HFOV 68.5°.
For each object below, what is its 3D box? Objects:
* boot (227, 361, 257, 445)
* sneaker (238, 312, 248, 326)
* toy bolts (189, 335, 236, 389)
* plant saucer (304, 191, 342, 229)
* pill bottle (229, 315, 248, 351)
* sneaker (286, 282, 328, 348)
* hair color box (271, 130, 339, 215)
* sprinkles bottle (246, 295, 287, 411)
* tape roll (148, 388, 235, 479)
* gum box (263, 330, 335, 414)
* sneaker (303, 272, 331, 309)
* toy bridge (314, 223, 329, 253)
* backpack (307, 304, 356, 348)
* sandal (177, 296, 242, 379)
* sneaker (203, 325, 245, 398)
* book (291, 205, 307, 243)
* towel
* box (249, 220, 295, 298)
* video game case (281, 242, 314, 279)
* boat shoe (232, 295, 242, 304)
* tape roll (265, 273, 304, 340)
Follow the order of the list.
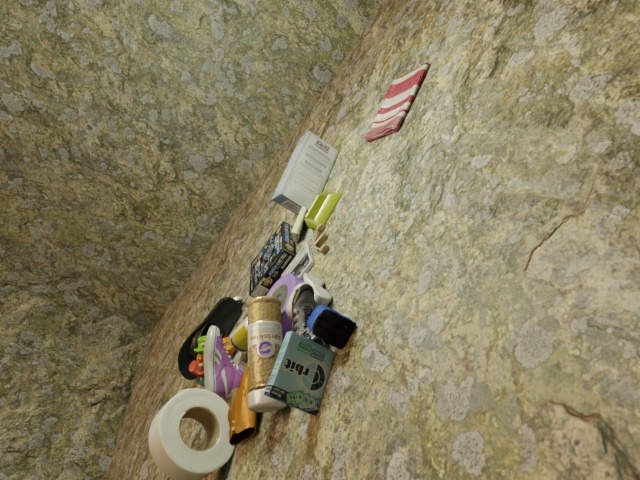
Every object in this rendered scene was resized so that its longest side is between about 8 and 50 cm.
[{"bbox_3d":[-0.223,0.534,1.585,0.295,0.104,0.211,-55,26,23],"label":"boot"},{"bbox_3d":[-0.274,0.316,2.004,0.221,0.083,0.087,-36,23,39],"label":"sneaker"},{"bbox_3d":[-0.467,0.556,2.097,0.219,0.158,0.228,-7,30,10],"label":"toy bolts"},{"bbox_3d":[-0.001,-0.139,2.052,0.188,0.045,0.188,-60,21,-4],"label":"plant saucer"},{"bbox_3d":[-0.282,0.367,1.914,0.184,0.103,0.103,-46,25,30],"label":"pill bottle"},{"bbox_3d":[-0.035,0.267,1.469,0.153,0.101,0.268,-5,76,58],"label":"sneaker"},{"bbox_3d":[-0.069,-0.315,2.245,0.114,0.185,0.374,-22,41,59],"label":"hair color box"},{"bbox_3d":[-0.178,0.363,1.522,0.121,0.121,0.355,-38,47,43],"label":"sprinkles bottle"},{"bbox_3d":[-0.431,0.656,1.601,0.100,0.286,0.286,-44,25,35],"label":"tape roll"},{"bbox_3d":[-0.054,0.372,1.323,0.041,0.157,0.184,-27,38,55],"label":"gum box"},{"bbox_3d":[-0.029,0.187,1.643,0.094,0.080,0.212,-66,20,15],"label":"sneaker"},{"bbox_3d":[0.000,0.000,1.887,0.063,0.026,0.188,-52,22,21],"label":"toy bridge"},{"bbox_3d":[0.021,0.248,1.373,0.097,0.120,0.101,-62,21,-6],"label":"backpack"},{"bbox_3d":[-0.540,0.473,2.253,0.445,0.168,0.107,-58,17,-1],"label":"sandal"},{"bbox_3d":[-0.377,0.479,1.867,0.102,0.161,0.281,144,125,-59],"label":"sneaker"},{"bbox_3d":[-0.094,-0.070,2.133,0.096,0.035,0.144,91,-165,-62],"label":"book"},{"bbox_3d":[0.312,-0.570,1.951,0.328,0.037,0.237,-64,22,-13],"label":"towel"},{"bbox_3d":[-0.229,0.090,2.213,0.293,0.073,0.295,-50,22,19],"label":"box"},{"bbox_3d":[-0.096,0.121,1.947,0.190,0.022,0.173,-52,22,15],"label":"video game case"},{"bbox_3d":[-0.458,0.372,2.359,0.219,0.078,0.070,-48,58,17],"label":"boat shoe"},{"bbox_3d":[-0.140,0.264,1.756,0.275,0.090,0.274,-47,25,29],"label":"tape roll"}]
